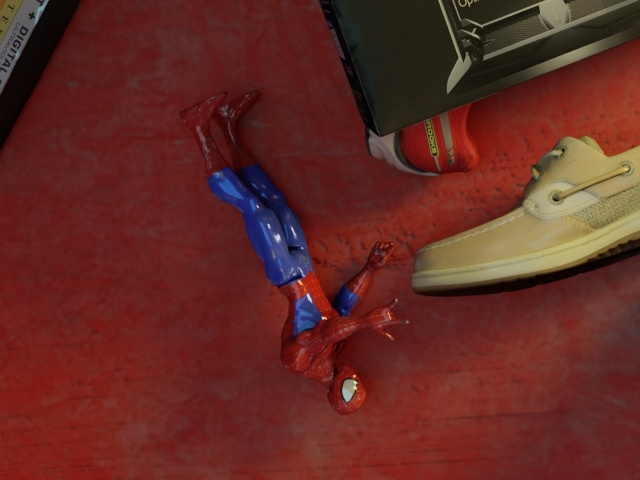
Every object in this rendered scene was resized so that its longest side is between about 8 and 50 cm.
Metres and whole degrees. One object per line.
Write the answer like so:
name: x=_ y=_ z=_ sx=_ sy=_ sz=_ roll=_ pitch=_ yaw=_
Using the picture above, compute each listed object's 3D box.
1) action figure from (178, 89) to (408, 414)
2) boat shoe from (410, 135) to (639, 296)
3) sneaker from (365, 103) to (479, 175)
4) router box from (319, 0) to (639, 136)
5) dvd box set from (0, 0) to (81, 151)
action figure: x=0.000 y=0.000 z=1.470 sx=0.139 sy=0.091 sz=0.280 roll=-23 pitch=86 yaw=27
boat shoe: x=0.208 y=-0.031 z=1.396 sx=0.302 sy=0.109 sz=0.098 roll=-18 pitch=82 yaw=13
sneaker: x=0.118 y=-0.186 z=1.433 sx=0.118 sy=0.107 sz=0.279 roll=14 pitch=101 yaw=-1
router box: x=0.138 y=-0.245 z=1.332 sx=0.309 sy=0.081 sz=0.243 roll=-21 pitch=103 yaw=-3
dvd box set: x=-0.396 y=-0.295 z=1.603 sx=0.420 sy=0.062 sz=0.307 roll=34 pitch=104 yaw=14
